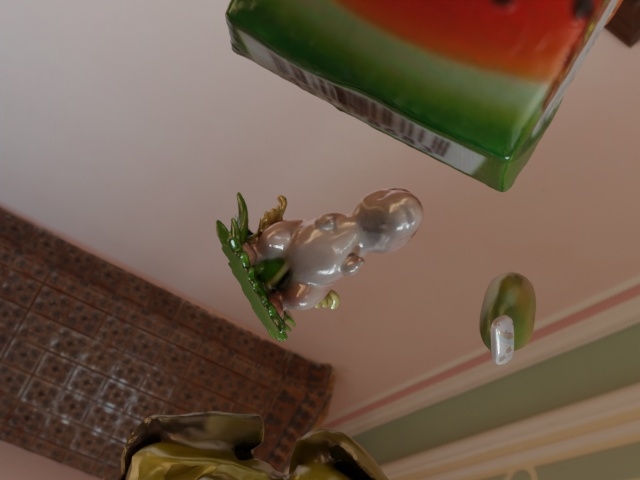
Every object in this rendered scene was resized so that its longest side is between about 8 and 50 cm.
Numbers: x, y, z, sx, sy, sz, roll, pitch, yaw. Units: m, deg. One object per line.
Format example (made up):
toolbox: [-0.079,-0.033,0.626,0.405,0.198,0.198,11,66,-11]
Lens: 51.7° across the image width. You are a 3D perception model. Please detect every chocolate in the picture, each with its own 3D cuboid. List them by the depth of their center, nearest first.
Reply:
chocolate: [0.115,-0.274,0.650,0.341,0.360,0.161,-63,174,10]

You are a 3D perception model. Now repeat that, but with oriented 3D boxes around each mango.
mango: [0.313,0.119,1.099,0.237,0.091,0.137,22,74,-73]

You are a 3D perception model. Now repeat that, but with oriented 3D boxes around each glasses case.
glasses case: [0.264,0.145,0.957,0.021,0.032,0.083,42,-33,54]

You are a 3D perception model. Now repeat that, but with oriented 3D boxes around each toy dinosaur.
toy dinosaur: [-0.004,-0.006,0.660,0.177,0.152,0.194,-28,176,-16]

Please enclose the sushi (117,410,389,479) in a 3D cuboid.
sushi: [-0.009,0.273,0.344,0.328,0.328,0.285,-2,-130,22]
